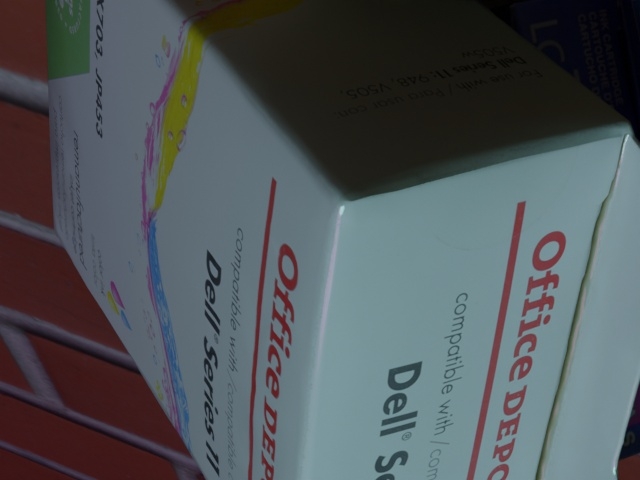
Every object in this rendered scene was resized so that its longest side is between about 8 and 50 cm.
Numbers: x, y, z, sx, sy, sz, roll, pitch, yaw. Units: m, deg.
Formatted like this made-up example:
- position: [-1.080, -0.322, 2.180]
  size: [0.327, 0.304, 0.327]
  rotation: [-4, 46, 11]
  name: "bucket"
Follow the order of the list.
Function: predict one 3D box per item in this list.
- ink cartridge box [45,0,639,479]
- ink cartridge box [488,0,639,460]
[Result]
- position: [0.000, 0.000, 0.570]
  size: [0.353, 0.119, 0.207]
  rotation: [49, 144, 45]
  name: "ink cartridge box"
- position: [0.070, -0.007, 0.639]
  size: [0.311, 0.065, 0.185]
  rotation: [-1, 103, 63]
  name: "ink cartridge box"
